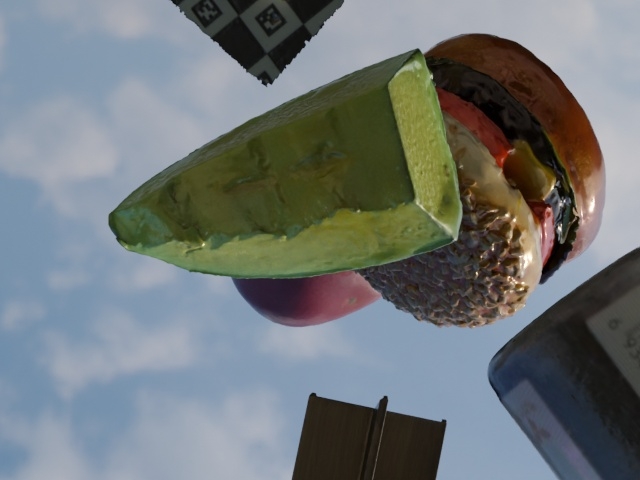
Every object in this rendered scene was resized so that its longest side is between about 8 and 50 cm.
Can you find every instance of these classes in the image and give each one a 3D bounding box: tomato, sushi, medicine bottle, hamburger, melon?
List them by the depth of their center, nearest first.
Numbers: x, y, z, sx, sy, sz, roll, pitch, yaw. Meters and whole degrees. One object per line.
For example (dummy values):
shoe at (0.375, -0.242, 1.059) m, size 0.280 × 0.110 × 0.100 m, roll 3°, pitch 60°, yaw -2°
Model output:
medicine bottle at (0.254, 0.151, 1.214) m, size 0.165 × 0.165 × 0.273 m, roll -25°, pitch -104°, yaw -48°
sushi at (-0.056, -0.262, 1.447) m, size 0.210 × 0.193 × 0.040 m, roll 45°, pitch -162°, yaw 5°
melon at (-0.037, -0.055, 1.675) m, size 0.323 × 0.196 × 0.124 m, roll -15°, pitch 165°, yaw 15°
hamburger at (0.161, -0.062, 2.079) m, size 0.330 × 0.330 × 0.250 m, roll 28°, pitch -134°, yaw 37°
tomato at (0.000, 0.000, 2.553) m, size 0.298 × 0.298 × 0.226 m, roll -7°, pitch -121°, yaw -26°

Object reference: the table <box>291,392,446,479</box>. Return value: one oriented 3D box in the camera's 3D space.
table at (0.032, 0.263, 1.627) m, size 0.167 × 0.226 × 0.167 m, roll 11°, pitch 166°, yaw 3°
